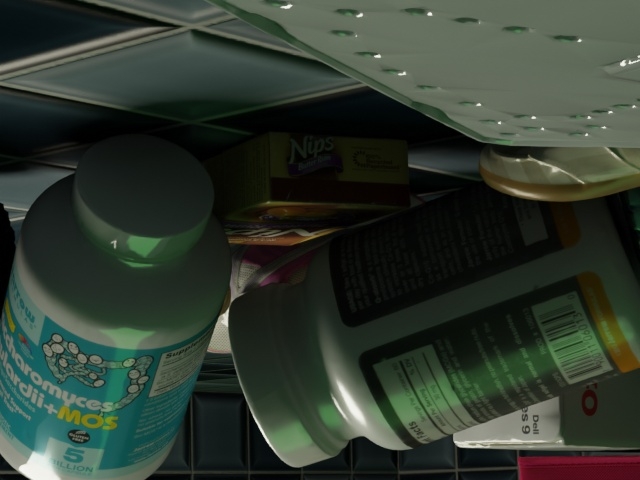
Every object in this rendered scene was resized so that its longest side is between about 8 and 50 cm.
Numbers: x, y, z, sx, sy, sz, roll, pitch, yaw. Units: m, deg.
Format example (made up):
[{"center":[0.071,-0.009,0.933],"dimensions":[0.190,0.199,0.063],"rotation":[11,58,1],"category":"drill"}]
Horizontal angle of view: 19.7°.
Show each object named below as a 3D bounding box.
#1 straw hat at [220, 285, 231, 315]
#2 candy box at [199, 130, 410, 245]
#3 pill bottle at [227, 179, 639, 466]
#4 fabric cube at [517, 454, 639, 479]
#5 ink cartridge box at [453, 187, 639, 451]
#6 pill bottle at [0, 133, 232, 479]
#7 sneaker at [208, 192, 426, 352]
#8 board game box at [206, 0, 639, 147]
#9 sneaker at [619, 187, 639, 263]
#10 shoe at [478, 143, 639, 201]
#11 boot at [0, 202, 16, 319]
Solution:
[{"center":[-0.119,-0.007,1.428],"dimensions":[0.144,0.144,0.061],"rotation":[6,128,-42],"category":"straw hat"},{"center":[-0.028,-0.034,1.310],"dimensions":[0.109,0.053,0.187],"rotation":[2,172,-27],"category":"candy box"},{"center":[0.087,0.053,1.294],"dimensions":[0.278,0.162,0.162],"rotation":[-21,167,13],"category":"pill bottle"},{"center":[0.320,0.301,1.494],"dimensions":[0.259,0.258,0.254],"rotation":[-5,172,28],"category":"fabric cube"},{"center":[0.245,0.065,1.492],"dimensions":[0.289,0.211,0.122],"rotation":[7,170,-41],"category":"ink cartridge box"},{"center":[-0.146,0.049,1.281],"dimensions":[0.146,0.146,0.264],"rotation":[1,138,-18],"category":"pill bottle"},{"center":[-0.017,0.047,1.479],"dimensions":[0.252,0.111,0.103],"rotation":[-22,126,34],"category":"sneaker"},{"center":[0.194,-0.096,0.805],"dimensions":[0.390,0.050,0.390],"rotation":[2,174,25],"category":"board game box"},{"center":[0.291,-0.015,1.314],"dimensions":[0.122,0.110,0.283],"rotation":[-13,172,16],"category":"sneaker"},{"center":[0.200,-0.066,1.151],"dimensions":[0.219,0.058,0.076],"rotation":[-1,-156,29],"category":"shoe"},{"center":[-0.378,0.008,1.238],"dimensions":[0.260,0.131,0.348],"rotation":[3,-176,16],"category":"boot"}]
